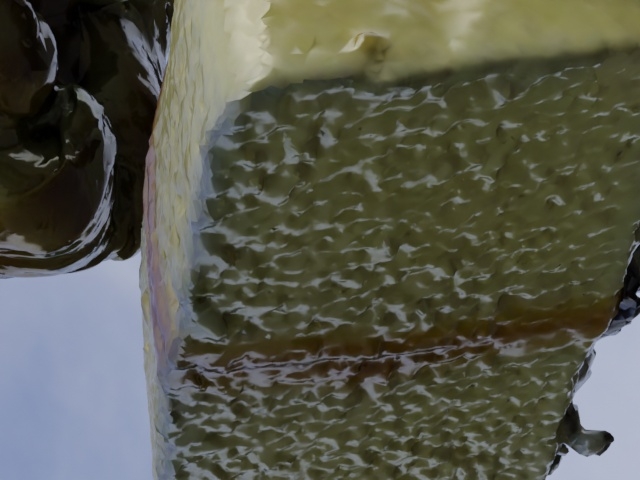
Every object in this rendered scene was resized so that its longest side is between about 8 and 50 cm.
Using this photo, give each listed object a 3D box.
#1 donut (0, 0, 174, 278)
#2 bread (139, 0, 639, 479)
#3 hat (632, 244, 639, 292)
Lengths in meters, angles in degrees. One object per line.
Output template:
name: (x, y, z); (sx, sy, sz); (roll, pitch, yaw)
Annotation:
donut: (-0.213, -0.145, 1.364); (0.360, 0.170, 0.360); (-5, -90, -73)
bread: (0.000, 0.000, 0.588); (0.142, 0.178, 0.266); (-36, -26, -30)
hat: (0.208, -0.084, 0.817); (0.265, 0.128, 0.266); (-20, -58, -37)
